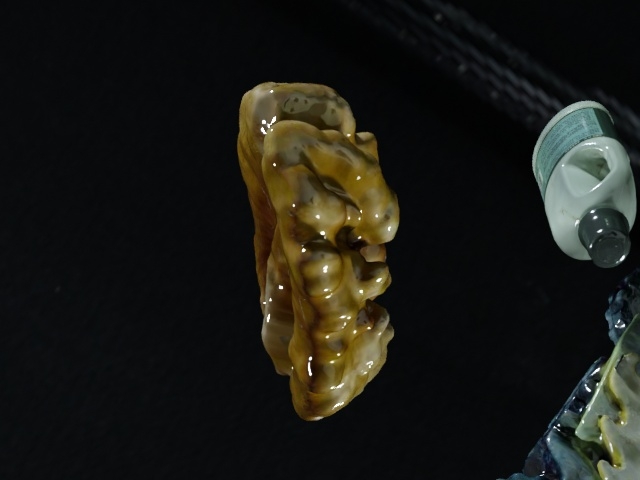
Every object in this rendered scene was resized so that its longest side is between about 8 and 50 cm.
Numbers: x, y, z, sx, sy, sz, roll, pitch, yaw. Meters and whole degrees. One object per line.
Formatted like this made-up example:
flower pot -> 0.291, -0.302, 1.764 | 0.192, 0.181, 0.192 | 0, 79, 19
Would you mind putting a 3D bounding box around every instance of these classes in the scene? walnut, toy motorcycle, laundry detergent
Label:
walnut -> 0.000, 0.000, 0.774 | 0.069, 0.170, 0.143 | -9, -140, -8
toy motorcycle -> 0.296, 0.201, 1.397 | 0.237, 0.168, 0.410 | 36, -124, 9
laundry detergent -> 0.242, -0.043, 1.415 | 0.070, 0.099, 0.225 | 31, -157, -14
